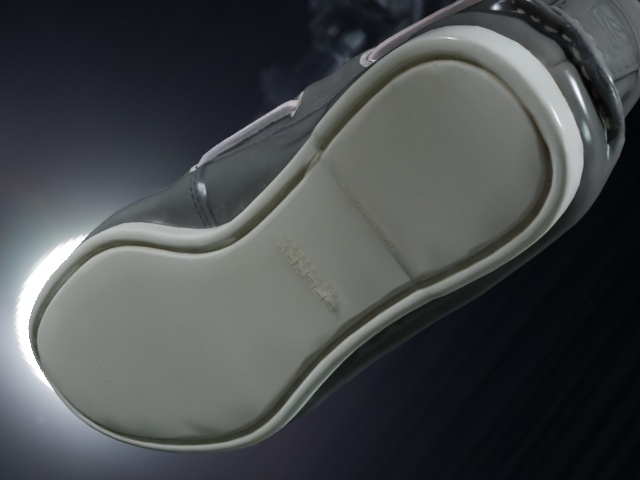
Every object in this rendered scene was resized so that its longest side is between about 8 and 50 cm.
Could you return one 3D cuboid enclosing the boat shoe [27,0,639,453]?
[{"bbox_3d":[0.000,0.000,0.604,0.335,0.095,0.112,-31,-86,47],"label":"boat shoe"}]
